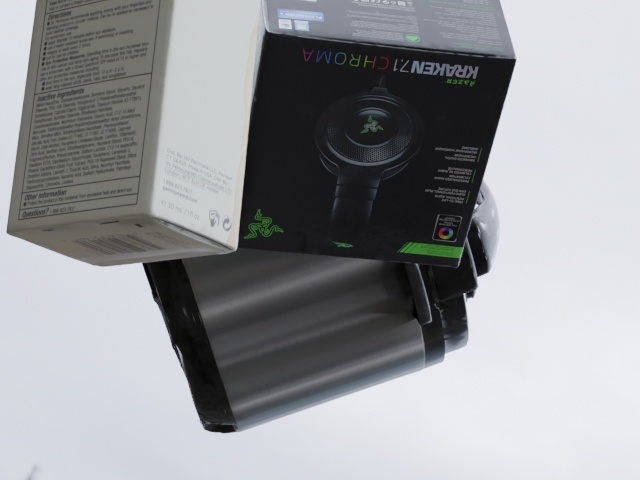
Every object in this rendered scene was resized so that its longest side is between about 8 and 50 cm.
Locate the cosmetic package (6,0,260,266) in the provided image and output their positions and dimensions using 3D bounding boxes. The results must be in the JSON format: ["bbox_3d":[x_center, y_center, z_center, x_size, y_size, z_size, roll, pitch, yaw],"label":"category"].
[{"bbox_3d":[-0.144,-0.145,1.415,0.160,0.309,0.113,-5,-18,36],"label":"cosmetic package"}]

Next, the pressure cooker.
[{"bbox_3d":[0.001,0.005,2.107,0.420,0.370,0.375,-17,-25,-4],"label":"pressure cooker"}]

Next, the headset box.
[{"bbox_3d":[0.039,-0.113,1.774,0.246,0.131,0.283,6,-51,-9],"label":"headset box"}]
